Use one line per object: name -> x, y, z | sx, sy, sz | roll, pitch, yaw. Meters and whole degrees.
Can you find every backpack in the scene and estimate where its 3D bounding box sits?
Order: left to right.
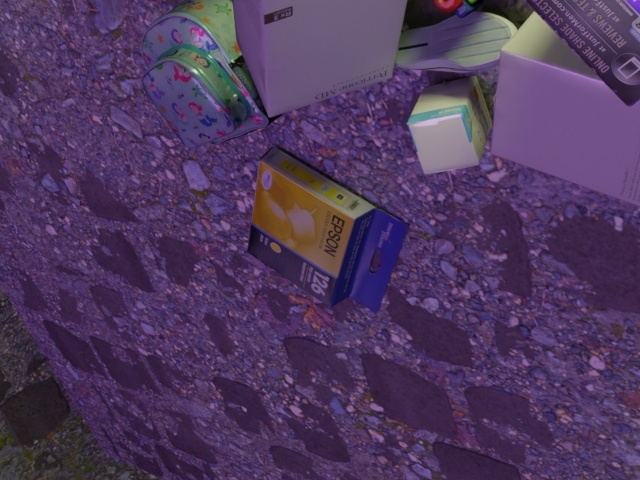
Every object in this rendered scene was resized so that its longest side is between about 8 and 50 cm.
backpack -> -0.200, -0.298, 1.639 | 0.225, 0.191, 0.253 | -10, 115, 49

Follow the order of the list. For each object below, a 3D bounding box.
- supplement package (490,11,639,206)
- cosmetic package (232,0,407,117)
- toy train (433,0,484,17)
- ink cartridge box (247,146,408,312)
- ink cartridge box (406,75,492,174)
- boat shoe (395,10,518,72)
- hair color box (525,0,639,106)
supplement package -> 0.392, -0.178, 1.194 | 0.293, 0.175, 0.177 | 24, 142, 24
cosmetic package -> -0.004, -0.345, 1.246 | 0.385, 0.217, 0.156 | 88, 160, -68
toy train -> 0.166, -0.435, 1.227 | 0.143, 0.105, 0.248 | -35, 93, 38
ink cartridge box -> 0.000, 0.000, 1.850 | 0.307, 0.072, 0.303 | 34, 143, 16
ink cartridge box -> 0.201, -0.182, 1.416 | 0.090, 0.143, 0.092 | -8, 123, 27
boat shoe -> 0.206, -0.287, 1.352 | 0.226, 0.076, 0.083 | 12, 98, 46
hair color box -> 0.350, -0.309, 0.957 | 0.185, 0.339, 0.110 | 45, 145, -3
